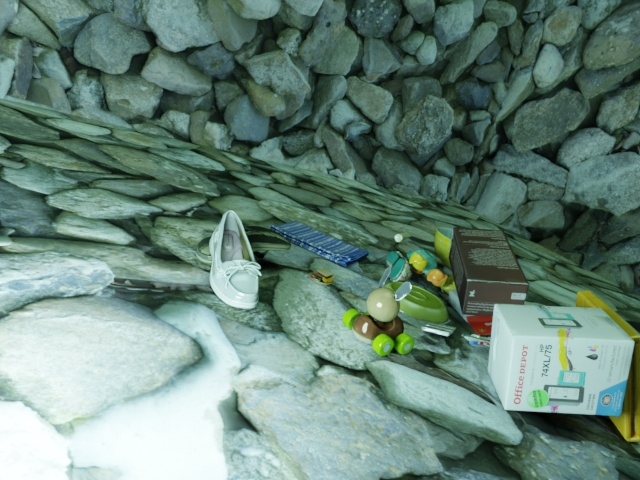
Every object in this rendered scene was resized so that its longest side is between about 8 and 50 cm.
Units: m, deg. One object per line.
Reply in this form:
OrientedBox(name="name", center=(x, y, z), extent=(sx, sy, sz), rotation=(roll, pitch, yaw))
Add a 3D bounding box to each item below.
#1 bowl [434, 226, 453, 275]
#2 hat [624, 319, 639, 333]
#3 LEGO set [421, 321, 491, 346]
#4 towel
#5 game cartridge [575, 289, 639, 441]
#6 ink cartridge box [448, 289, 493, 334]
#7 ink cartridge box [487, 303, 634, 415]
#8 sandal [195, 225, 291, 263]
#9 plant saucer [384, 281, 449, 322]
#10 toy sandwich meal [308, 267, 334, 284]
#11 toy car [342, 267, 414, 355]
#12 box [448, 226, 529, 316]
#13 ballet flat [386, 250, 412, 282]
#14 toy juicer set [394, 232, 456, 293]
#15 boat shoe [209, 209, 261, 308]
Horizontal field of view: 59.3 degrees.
OrientedBox(name="bowl", center=(0.589, 0.071, 2.317), extent=(0.289, 0.156, 0.289), rotation=(18, 15, -5))
OrientedBox(name="hat", center=(0.965, 0.351, 1.853), extent=(0.331, 0.134, 0.331), rotation=(3, 6, 0))
OrientedBox(name="LEGO set", center=(0.413, 0.282, 1.576), extent=(0.244, 0.060, 0.182), rotation=(11, 0, 20))
OrientedBox(name="towel", center=(0.000, 0.000, 2.087), extent=(0.336, 0.040, 0.243), rotation=(24, 16, 19))
OrientedBox(name="game cartridge", center=(0.753, 0.314, 1.484), extent=(0.052, 0.285, 0.324), rotation=(-8, 15, 4))
OrientedBox(name="ink cartridge box", center=(0.556, 0.224, 1.852), extent=(0.189, 0.066, 0.232), rotation=(-4, 17, -10))
OrientedBox(name="ink cartridge box", center=(0.568, 0.284, 1.369), extent=(0.270, 0.198, 0.197), rotation=(2, 16, 4))
OrientedBox(name="sandal", center=(-0.230, 0.026, 1.664), extent=(0.302, 0.086, 0.120), rotation=(-11, 36, -33))
OrientedBox(name="plant saucer", center=(0.304, 0.189, 1.804), extent=(0.240, 0.037, 0.241), rotation=(17, 15, -5))
OrientedBox(name="toy sandwich meal", center=(0.005, 0.110, 1.734), extent=(0.085, 0.029, 0.085), rotation=(18, 16, -5))
OrientedBox(name="toy car", center=(0.168, 0.170, 1.423), extent=(0.149, 0.188, 0.155), rotation=(5, 21, -40))
OrientedBox(name="box", center=(0.557, 0.099, 1.903), extent=(0.191, 0.143, 0.381), rotation=(4, 26, 4))
OrientedBox(name="ballet flat", center=(0.290, 0.101, 2.014), extent=(0.077, 0.091, 0.241), rotation=(39, 16, -11))
OrientedBox(name="toy juicer set", center=(0.356, 0.078, 2.055), extent=(0.209, 0.089, 0.329), rotation=(15, 27, -53))
OrientedBox(name="boat shoe", center=(-0.223, 0.048, 1.460), extent=(0.118, 0.103, 0.320), rotation=(7, 34, -21))
